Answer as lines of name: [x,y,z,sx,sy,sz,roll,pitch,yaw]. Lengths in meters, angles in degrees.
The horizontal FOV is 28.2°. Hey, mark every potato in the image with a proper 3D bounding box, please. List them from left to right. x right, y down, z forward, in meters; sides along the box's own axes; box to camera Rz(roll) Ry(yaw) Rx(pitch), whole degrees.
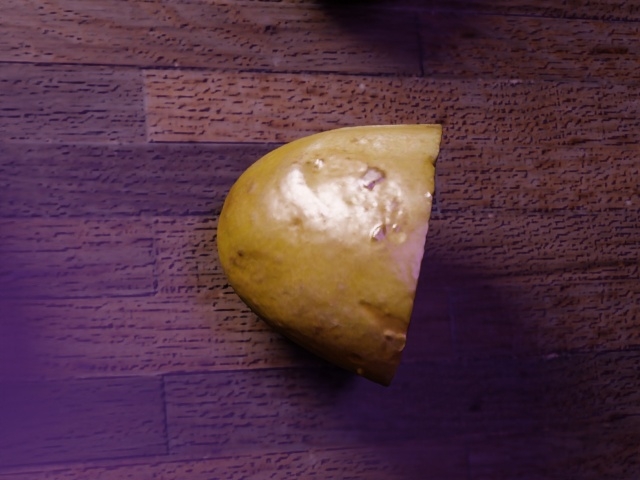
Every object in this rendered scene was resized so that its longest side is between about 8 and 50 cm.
potato: [0.000,0.000,0.970,0.158,0.178,0.203,8,88,-1]
